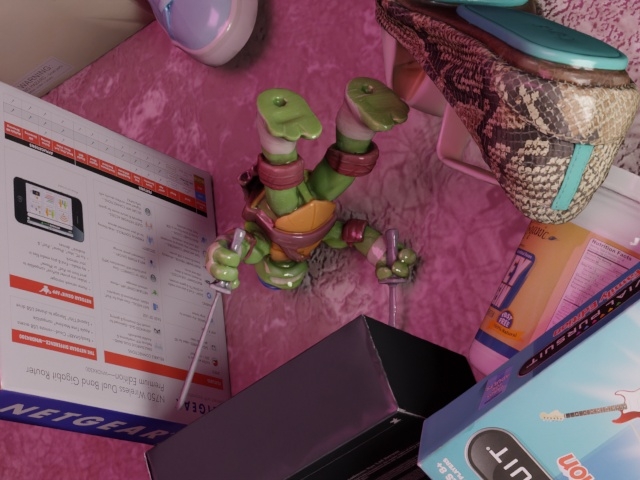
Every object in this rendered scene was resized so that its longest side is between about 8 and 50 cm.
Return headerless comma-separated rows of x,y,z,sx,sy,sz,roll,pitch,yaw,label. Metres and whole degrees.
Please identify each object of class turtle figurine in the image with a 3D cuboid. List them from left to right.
0.000,0.000,1.242,0.197,0.266,0.275,14,44,1,turtle figurine

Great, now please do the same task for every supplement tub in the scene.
0.227,0.044,1.116,0.144,0.144,0.200,27,92,37,supplement tub

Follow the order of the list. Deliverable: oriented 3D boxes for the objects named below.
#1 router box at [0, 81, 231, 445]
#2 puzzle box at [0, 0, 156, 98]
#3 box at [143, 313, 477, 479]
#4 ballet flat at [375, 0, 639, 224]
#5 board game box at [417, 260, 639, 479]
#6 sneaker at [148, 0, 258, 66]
-0.228,0.035,1.319,0.082,0.335,0.301,-19,66,29,router box
-0.436,-0.234,1.587,0.409,0.272,0.052,-28,62,25,puzzle box
0.001,0.188,1.209,0.261,0.184,0.103,-34,60,22,box
0.133,-0.160,1.188,0.483,0.164,0.182,-112,31,-58,ballet flat
0.282,0.147,0.998,0.336,0.079,0.254,-40,98,19,board game box
-0.197,-0.347,1.521,0.135,0.150,0.366,-47,53,25,sneaker
